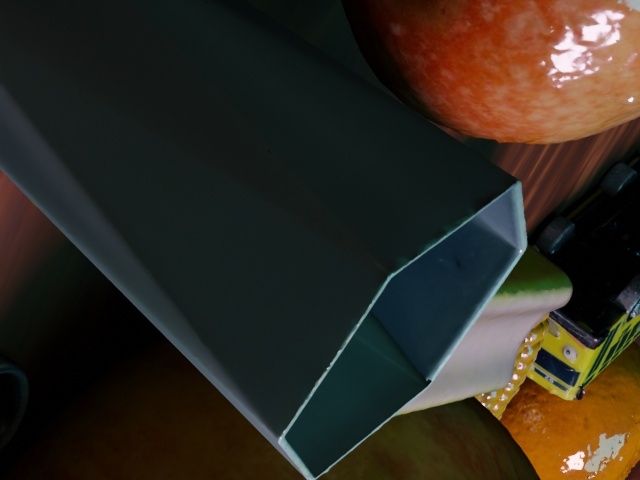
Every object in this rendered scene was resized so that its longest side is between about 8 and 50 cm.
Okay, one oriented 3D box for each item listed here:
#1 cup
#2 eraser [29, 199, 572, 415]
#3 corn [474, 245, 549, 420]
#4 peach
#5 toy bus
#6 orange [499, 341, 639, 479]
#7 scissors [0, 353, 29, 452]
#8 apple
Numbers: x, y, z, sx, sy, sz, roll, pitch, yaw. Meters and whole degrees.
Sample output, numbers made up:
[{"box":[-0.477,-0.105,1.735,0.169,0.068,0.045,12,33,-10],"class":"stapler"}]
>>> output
[{"box":[-0.050,-0.032,0.665,0.134,0.235,0.148,-47,162,-12],"class":"cup"},{"box":[0.000,0.000,0.874,0.092,0.210,0.274,-58,162,14],"class":"eraser"},{"box":[0.075,0.136,1.383,0.144,0.144,0.387,-33,157,-42],"class":"corn"},{"box":[0.114,-0.166,0.821,0.232,0.232,0.256,-52,151,2],"class":"peach"},{"box":[0.285,0.039,1.674,0.262,0.128,0.150,-36,155,-37],"class":"toy bus"},{"box":[0.271,0.191,1.818,0.219,0.193,0.219,-30,159,-13],"class":"orange"},{"box":[-0.205,0.063,0.807,0.109,0.022,0.300,-48,159,-19],"class":"scissors"},{"box":[-0.045,0.233,1.036,0.400,0.333,0.400,-26,131,-34],"class":"apple"}]
